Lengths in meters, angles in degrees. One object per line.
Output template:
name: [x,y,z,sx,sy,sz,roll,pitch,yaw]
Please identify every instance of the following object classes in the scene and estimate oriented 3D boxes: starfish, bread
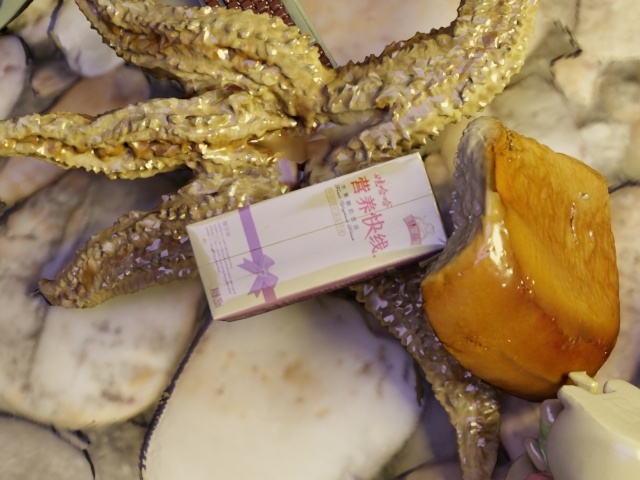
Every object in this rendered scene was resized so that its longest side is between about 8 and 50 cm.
starfish: [-0.041,-0.033,0.652,0.293,0.084,0.302,5,90,9]
bread: [0.103,0.008,0.578,0.044,0.129,0.126,-8,68,46]

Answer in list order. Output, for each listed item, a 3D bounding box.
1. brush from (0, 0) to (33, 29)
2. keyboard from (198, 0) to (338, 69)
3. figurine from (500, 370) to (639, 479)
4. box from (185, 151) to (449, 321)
brush: [-0.189,-0.172,0.748,0.296,0.068,0.060,-24,47,8]
keyboard: [-0.046,-0.142,0.726,0.055,0.017,0.166,-30,67,3]
figurine: [0.122,0.138,0.566,0.081,0.098,0.146,7,113,-20]
box: [0.000,0.000,0.585,0.117,0.036,0.051,-16,84,5]
